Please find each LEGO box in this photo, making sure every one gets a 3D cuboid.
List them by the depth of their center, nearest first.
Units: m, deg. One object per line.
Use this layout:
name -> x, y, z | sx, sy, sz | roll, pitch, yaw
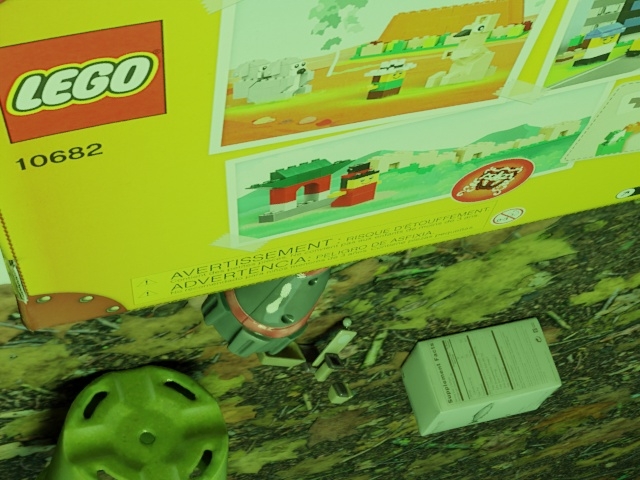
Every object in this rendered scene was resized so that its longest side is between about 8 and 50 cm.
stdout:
LEGO box -> 0.055, -0.154, 0.579 | 0.500, 0.193, 0.372 | -12, 156, -12

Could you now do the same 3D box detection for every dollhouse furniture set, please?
dollhouse furniture set -> -0.007, 0.130, 1.321 | 0.114, 0.091, 0.081 | 11, 129, -43

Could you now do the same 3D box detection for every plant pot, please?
plant pot -> -0.214, 0.285, 1.327 | 0.276, 0.276, 0.254 | -8, 143, -21

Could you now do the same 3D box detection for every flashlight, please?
flashlight -> 0.000, 0.000, 1.000 | 0.103, 0.103, 0.304 | 2, 151, -32

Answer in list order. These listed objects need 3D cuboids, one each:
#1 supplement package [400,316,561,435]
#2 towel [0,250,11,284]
supplement package -> 0.215, 0.185, 1.548 | 0.179, 0.105, 0.105 | -10, 156, -16
towel -> -0.253, -0.013, 0.874 | 0.325, 0.038, 0.248 | -11, 157, -14
